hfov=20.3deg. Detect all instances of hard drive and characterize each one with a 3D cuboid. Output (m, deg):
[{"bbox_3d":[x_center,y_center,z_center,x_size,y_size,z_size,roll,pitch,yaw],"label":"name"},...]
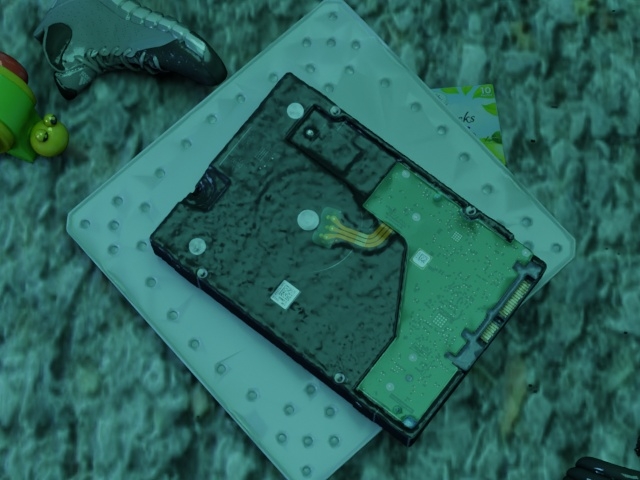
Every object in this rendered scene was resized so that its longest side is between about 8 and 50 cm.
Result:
[{"bbox_3d":[0.028,0.017,1.823,0.339,0.064,0.237,36,78,10],"label":"hard drive"}]

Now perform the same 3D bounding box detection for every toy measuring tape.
[{"bbox_3d":[-0.420,-0.172,1.901,0.330,0.121,0.121,24,69,4],"label":"toy measuring tape"}]

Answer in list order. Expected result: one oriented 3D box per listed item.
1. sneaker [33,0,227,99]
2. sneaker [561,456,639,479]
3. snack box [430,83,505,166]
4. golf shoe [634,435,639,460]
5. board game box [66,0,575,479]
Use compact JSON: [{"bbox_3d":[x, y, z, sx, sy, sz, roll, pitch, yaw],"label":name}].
[{"bbox_3d":[-0.218,-0.192,1.943,0.228,0.086,0.132,31,77,25],"label":"sneaker"},{"bbox_3d":[0.345,0.321,1.781,0.296,0.104,0.147,30,78,15],"label":"sneaker"},{"bbox_3d":[0.126,-0.116,1.970,0.141,0.037,0.100,-5,70,-6],"label":"snack box"},{"bbox_3d":[0.412,0.260,1.839,0.094,0.077,0.198,-27,76,-14],"label":"golf shoe"},{"bbox_3d":[0.000,0.000,1.887,0.390,0.050,0.390,-41,78,-10],"label":"board game box"}]
